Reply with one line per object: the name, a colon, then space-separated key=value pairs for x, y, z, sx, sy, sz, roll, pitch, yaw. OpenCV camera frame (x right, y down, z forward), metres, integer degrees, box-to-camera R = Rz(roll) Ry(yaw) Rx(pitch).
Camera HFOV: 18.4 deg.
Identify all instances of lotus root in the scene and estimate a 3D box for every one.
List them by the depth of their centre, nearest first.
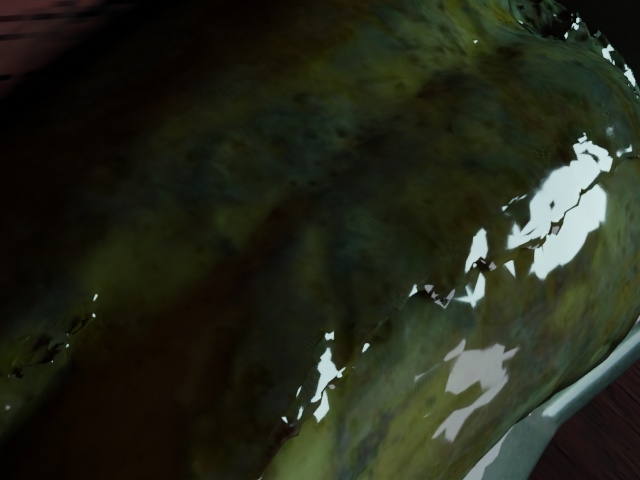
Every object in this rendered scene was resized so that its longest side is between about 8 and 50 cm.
lotus root: x=-0.019 y=0.024 z=0.512 sx=0.275 sy=0.152 sz=0.160 roll=-38 pitch=148 yaw=-36

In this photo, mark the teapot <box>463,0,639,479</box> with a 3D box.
teapot: x=0.129 y=-0.064 z=0.804 sx=0.344 sy=0.253 sz=0.300 roll=-42 pitch=154 yaw=3
